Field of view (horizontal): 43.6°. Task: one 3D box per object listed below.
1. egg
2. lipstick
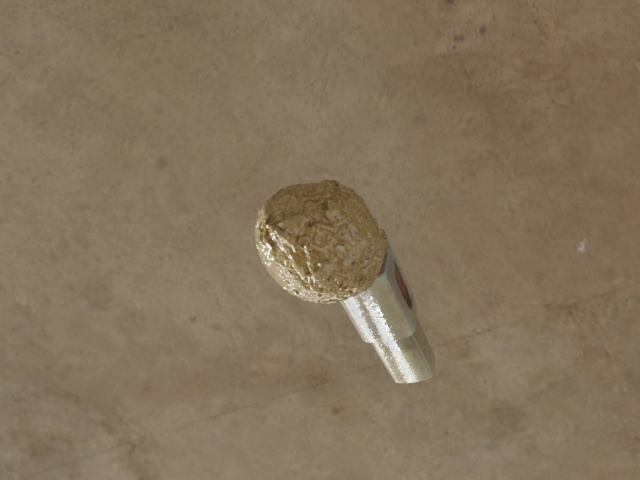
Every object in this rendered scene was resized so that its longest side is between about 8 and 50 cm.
[{"bbox_3d":[0.000,0.000,0.759,0.140,0.118,0.116,18,101,-36],"label":"egg"},{"bbox_3d":[0.084,0.095,1.017,0.077,0.079,0.253,-11,138,16],"label":"lipstick"}]
